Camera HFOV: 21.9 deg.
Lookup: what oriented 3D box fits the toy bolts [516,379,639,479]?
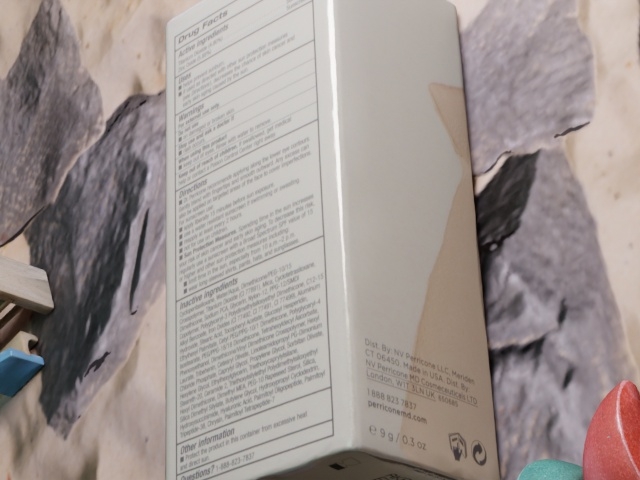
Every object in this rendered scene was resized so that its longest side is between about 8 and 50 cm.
[{"bbox_3d":[0.098,0.180,0.711,0.158,0.218,0.228,-43,28,33],"label":"toy bolts"}]

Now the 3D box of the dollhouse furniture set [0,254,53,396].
[{"bbox_3d":[-0.291,0.106,1.183,0.184,0.129,0.129,-42,47,25],"label":"dollhouse furniture set"}]

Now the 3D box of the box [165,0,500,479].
[{"bbox_3d":[0.000,0.000,0.933,0.148,0.121,0.311,-23,57,38],"label":"box"}]
